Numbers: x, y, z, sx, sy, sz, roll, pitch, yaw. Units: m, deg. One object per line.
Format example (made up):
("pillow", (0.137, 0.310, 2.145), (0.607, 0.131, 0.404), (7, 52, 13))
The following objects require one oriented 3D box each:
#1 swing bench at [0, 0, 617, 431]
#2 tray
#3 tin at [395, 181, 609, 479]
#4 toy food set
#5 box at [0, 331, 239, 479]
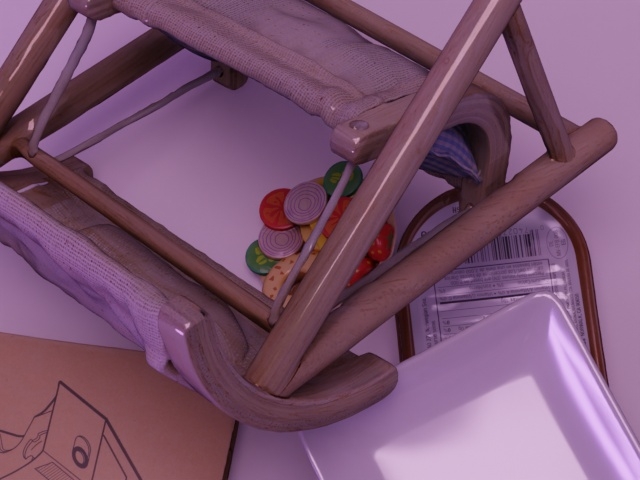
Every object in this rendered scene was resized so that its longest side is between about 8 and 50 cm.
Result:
("swing bench", (-0.041, -0.057, 0.910), (0.253, 0.165, 0.255), (34, 74, 35))
("tray", (0.111, 0.173, 0.885), (0.145, 0.030, 0.270), (-28, 81, -2))
("tin", (0.092, 0.059, 0.956), (0.106, 0.040, 0.190), (-8, 68, 5))
("toy food set", (0.000, 0.000, 0.981), (0.083, 0.020, 0.082), (-30, 56, 10))
("box", (-0.150, 0.128, 0.952), (0.201, 0.021, 0.164), (8, 69, 8))
